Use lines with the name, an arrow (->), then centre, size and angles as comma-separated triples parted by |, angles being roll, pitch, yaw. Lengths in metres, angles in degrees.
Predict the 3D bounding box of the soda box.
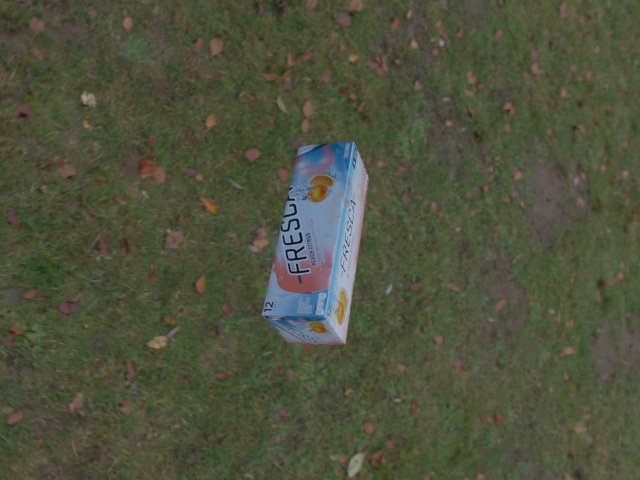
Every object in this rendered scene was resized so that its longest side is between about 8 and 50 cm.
soda box -> 0.000, 0.000, 0.547 | 0.063, 0.058, 0.183 | 59, 34, -53
